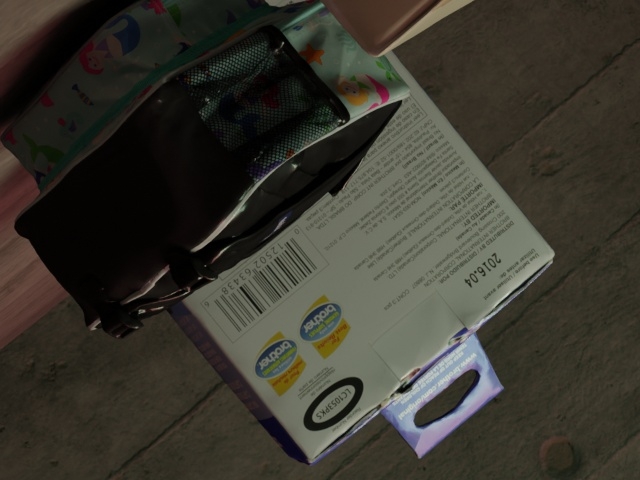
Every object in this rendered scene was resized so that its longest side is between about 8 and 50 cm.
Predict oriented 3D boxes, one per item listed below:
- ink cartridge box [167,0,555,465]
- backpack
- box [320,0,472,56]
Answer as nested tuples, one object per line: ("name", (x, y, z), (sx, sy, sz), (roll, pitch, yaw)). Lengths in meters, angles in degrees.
("ink cartridge box", (0.000, 0.000, 1.417), (0.270, 0.395, 0.151), (-39, 180, -9))
("backpack", (-0.072, -0.075, 1.158), (0.253, 0.191, 0.225), (-29, 175, -42))
("box", (0.081, -0.234, 1.097), (0.121, 0.148, 0.311), (-40, -179, 28))
